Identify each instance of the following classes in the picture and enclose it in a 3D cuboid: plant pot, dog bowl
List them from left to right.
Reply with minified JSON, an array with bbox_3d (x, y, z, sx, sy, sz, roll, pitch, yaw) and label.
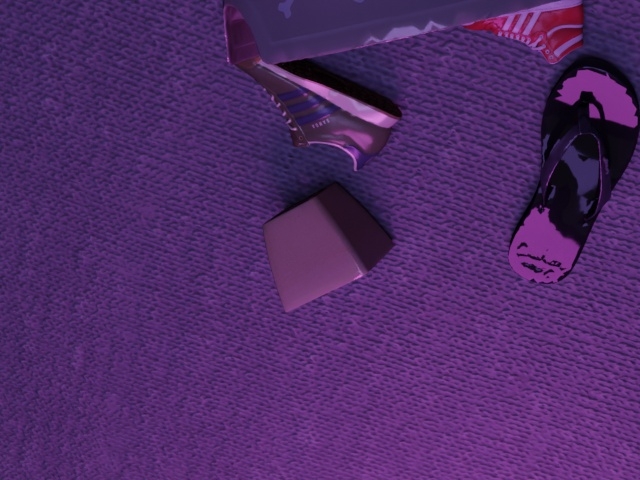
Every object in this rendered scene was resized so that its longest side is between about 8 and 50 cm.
[{"bbox_3d":[0.000,0.000,1.208,0.109,0.109,0.096,-27,95,25],"label":"plant pot"},{"bbox_3d":[0.076,-0.231,0.935,0.349,0.349,0.102,-9,103,19],"label":"dog bowl"}]

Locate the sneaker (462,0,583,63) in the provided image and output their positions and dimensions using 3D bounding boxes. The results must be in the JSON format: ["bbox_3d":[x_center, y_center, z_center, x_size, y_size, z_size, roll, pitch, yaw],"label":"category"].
[{"bbox_3d":[0.198,-0.201,1.080,0.118,0.042,0.067,-7,112,15],"label":"sneaker"}]

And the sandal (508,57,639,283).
[{"bbox_3d":[0.260,-0.060,1.131,0.097,0.054,0.254,13,120,7],"label":"sandal"}]

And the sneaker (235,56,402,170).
[{"bbox_3d":[-0.018,-0.137,1.156,0.192,0.064,0.086,25,116,-3],"label":"sneaker"}]
